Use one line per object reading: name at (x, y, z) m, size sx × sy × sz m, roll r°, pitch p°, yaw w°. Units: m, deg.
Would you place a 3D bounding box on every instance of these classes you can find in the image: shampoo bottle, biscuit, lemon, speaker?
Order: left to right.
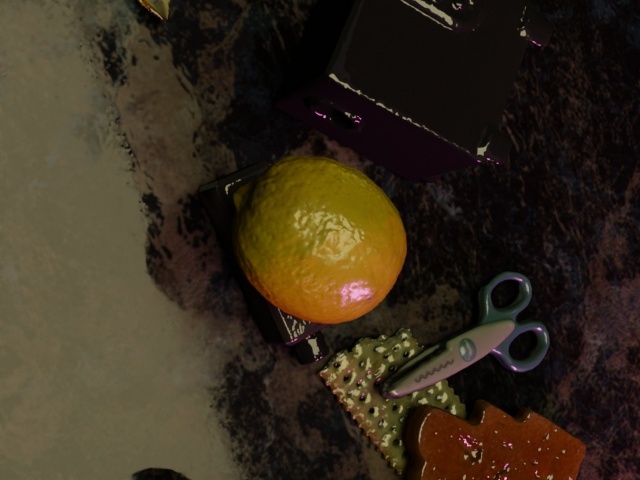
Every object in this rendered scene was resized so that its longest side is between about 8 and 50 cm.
shampoo bottle at (-0.056, 0.031, 1.253) m, size 0.079 × 0.080 × 0.246 m, roll -27°, pitch 97°, yaw -23°
lemon at (-0.002, -0.002, 1.143) m, size 0.180 × 0.180 × 0.193 m, roll -40°, pitch 84°, yaw -22°
biscuit at (0.102, 0.200, 1.350) m, size 0.144 × 0.016 × 0.203 m, roll -41°, pitch 104°, yaw -22°
speaker at (0.115, -0.220, 1.297) m, size 0.254 × 0.184 × 0.232 m, roll 28°, pitch 75°, yaw -20°
biscuit at (0.229, 0.327, 1.383) m, size 0.302 × 0.043 × 0.278 m, roll -13°, pitch 96°, yaw -28°

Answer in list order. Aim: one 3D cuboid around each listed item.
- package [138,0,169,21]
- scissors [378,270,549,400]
package at (-0.196, -0.331, 1.240) m, size 0.108 × 0.031 × 0.120 m, roll 38°, pitch 66°, yaw -19°
scissors at (0.189, 0.141, 1.372) m, size 0.289 × 0.041 × 0.138 m, roll -23°, pitch 98°, yaw -31°
